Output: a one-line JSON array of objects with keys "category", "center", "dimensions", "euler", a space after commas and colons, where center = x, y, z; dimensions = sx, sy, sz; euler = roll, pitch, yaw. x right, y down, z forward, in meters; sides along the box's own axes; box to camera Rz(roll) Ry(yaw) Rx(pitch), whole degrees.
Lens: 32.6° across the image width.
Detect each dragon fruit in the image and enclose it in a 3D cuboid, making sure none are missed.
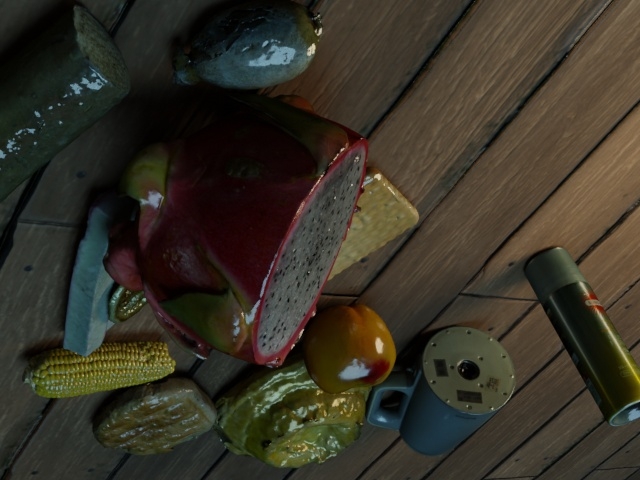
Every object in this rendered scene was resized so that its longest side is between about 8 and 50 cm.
[{"category": "dragon fruit", "center": [-0.101, -0.024, 1.177], "dimensions": [0.305, 0.226, 0.305], "euler": [-57, 164, -28]}]

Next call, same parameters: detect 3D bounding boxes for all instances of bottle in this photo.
[{"category": "bottle", "center": [0.408, 0.142, 1.671], "dimensions": [0.082, 0.286, 0.082], "euler": [-17, 147, -12]}]

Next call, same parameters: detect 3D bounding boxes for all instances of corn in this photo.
[{"category": "corn", "center": [-0.298, 0.171, 1.477], "dimensions": [0.206, 0.067, 0.067], "euler": [-6, 142, -27]}]

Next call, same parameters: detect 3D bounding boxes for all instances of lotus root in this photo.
[{"category": "lotus root", "center": [-0.075, -0.194, 1.102], "dimensions": [0.165, 0.088, 0.088], "euler": [-14, 147, 3]}]

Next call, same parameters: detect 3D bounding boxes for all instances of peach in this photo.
[{"category": "peach", "center": [0.043, 0.158, 1.616], "dimensions": [0.138, 0.138, 0.138], "euler": [-16, 146, -12]}]

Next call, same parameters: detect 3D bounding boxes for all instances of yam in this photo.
[{"category": "yam", "center": [-0.298, -0.110, 1.058], "dimensions": [0.259, 0.106, 0.106], "euler": [-35, 145, 17]}]

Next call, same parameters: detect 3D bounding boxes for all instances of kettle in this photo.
[{"category": "kettle", "center": [0.189, 0.270, 1.860], "dimensions": [0.211, 0.159, 0.243], "euler": [7, 145, -11]}]

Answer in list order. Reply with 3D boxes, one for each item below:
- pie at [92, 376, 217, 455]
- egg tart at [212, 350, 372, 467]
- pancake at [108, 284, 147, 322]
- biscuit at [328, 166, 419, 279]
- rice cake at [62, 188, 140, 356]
[{"category": "pie", "center": [-0.253, 0.271, 1.657], "dimensions": [0.195, 0.046, 0.195], "euler": [-15, 146, -10]}, {"category": "egg tart", "center": [-0.034, 0.287, 1.760], "dimensions": [0.290, 0.115, 0.290], "euler": [-15, 145, -11]}, {"category": "pancake", "center": [-0.231, 0.062, 1.377], "dimensions": [0.108, 0.017, 0.108], "euler": [-45, 163, -18]}, {"category": "biscuit", "center": [0.000, -0.001, 1.455], "dimensions": [0.250, 0.030, 0.160], "euler": [-33, 145, 13]}, {"category": "rice cake", "center": [-0.270, 0.040, 1.338], "dimensions": [0.081, 0.051, 0.290], "euler": [-42, 163, -40]}]
